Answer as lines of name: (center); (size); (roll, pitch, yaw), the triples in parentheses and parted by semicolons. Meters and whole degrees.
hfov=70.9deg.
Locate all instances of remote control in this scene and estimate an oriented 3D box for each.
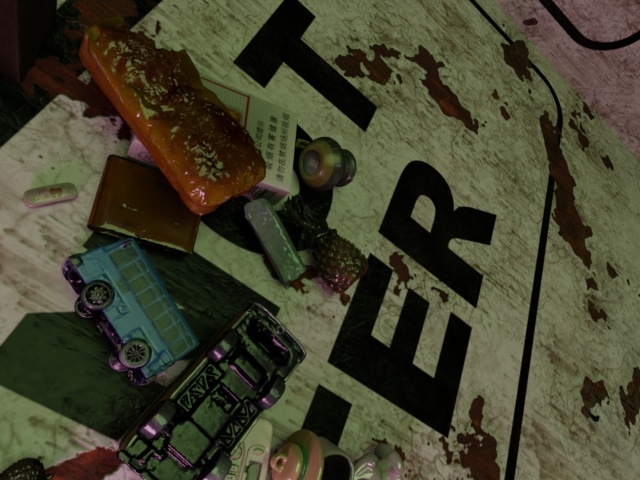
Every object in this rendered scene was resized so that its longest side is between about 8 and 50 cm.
remote control: (-0.145, 0.430, 0.794); (0.090, 0.049, 0.231); (19, 63, -14)

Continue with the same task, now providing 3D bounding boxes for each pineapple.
pineapple: (0.000, 0.000, 1.023); (0.251, 0.125, 0.125); (47, 54, 3)

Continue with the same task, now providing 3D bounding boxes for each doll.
doll: (0.034, 0.442, 0.871); (0.271, 0.143, 0.208); (-17, 103, -33)

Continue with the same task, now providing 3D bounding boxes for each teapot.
teapot: (0.006, -0.192, 1.088); (0.119, 0.130, 0.166); (0, 41, -48)

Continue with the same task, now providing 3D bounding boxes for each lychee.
lychee: (-0.426, 0.349, 0.639); (0.083, 0.068, 0.067); (-21, 44, -33)

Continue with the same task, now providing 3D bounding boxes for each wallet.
wallet: (-0.327, -0.063, 0.866); (0.195, 0.042, 0.161); (17, 60, -25)

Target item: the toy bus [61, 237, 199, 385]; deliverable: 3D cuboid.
toy bus: (-0.320, 0.114, 0.760); (0.133, 0.116, 0.234); (-33, 94, -37)

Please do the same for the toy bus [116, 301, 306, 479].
toy bus: (-0.180, 0.265, 0.754); (0.143, 0.179, 0.305); (46, 55, -8)

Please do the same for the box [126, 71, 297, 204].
box: (-0.218, -0.224, 0.961); (0.330, 0.095, 0.211); (15, 65, -26)

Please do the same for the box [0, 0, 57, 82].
box: (-0.524, -0.422, 0.721); (0.143, 0.273, 0.184); (21, 63, -25)

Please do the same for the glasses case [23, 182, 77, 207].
glasses case: (-0.472, -0.080, 0.787); (0.083, 0.021, 0.032); (-21, 86, -36)

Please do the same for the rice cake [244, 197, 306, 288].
rice cake: (-0.097, 0.002, 0.964); (0.063, 0.069, 0.207); (-29, 88, -1)

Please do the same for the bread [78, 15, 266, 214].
bread: (-0.257, -0.237, 0.819); (0.185, 0.109, 0.381); (-38, 94, -35)
